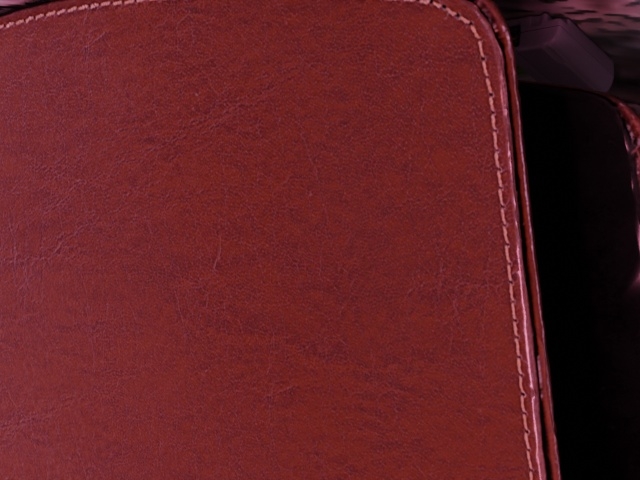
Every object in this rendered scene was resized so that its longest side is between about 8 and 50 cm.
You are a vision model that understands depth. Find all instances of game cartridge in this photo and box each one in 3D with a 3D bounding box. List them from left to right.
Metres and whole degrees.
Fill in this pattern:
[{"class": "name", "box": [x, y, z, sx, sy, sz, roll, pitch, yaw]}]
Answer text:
[{"class": "game cartridge", "box": [0.065, -0.063, 0.611, 0.083, 0.017, 0.056, -7, 162, 34]}]

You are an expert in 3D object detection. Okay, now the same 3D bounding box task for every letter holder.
[{"class": "letter holder", "box": [0.000, 0.000, 0.617, 0.302, 0.214, 0.152, 2, -165, 44]}]

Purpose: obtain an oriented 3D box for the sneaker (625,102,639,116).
[{"class": "sneaker", "box": [0.099, -0.027, 0.666, 0.118, 0.042, 0.067, -5, 165, 7]}]
